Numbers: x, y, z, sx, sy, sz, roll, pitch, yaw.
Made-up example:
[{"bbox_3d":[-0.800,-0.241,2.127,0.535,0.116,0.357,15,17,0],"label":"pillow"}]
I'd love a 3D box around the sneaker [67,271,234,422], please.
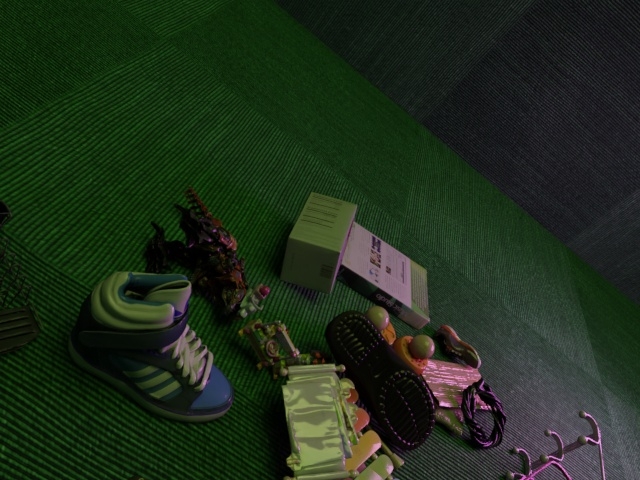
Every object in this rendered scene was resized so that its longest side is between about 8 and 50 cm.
[{"bbox_3d":[-0.244,0.172,0.975,0.322,0.236,0.130,31,34,-18],"label":"sneaker"}]

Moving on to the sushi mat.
[{"bbox_3d":[0.367,0.387,1.565,0.316,0.019,0.151,19,35,-43],"label":"sushi mat"}]

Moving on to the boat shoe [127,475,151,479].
[{"bbox_3d":[-0.196,0.422,0.888,0.227,0.081,0.069,27,40,-21],"label":"boat shoe"}]

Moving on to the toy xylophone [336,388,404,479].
[{"bbox_3d":[0.072,0.422,1.182,0.323,0.081,0.236,49,32,8],"label":"toy xylophone"}]

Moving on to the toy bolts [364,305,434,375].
[{"bbox_3d":[0.157,0.221,1.432,0.228,0.158,0.218,24,37,-29],"label":"toy bolts"}]

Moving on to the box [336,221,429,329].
[{"bbox_3d":[0.180,0.094,1.703,0.322,0.058,0.232,32,34,-15],"label":"box"}]

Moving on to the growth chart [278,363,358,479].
[{"bbox_3d":[0.000,0.341,1.104,0.172,0.021,0.237,11,51,-25],"label":"growth chart"}]

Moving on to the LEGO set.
[{"bbox_3d":[-0.055,0.219,1.204,0.287,0.107,0.132,47,46,-28],"label":"LEGO set"}]

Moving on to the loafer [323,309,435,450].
[{"bbox_3d":[0.132,0.305,1.311,0.133,0.130,0.366,-33,100,-16],"label":"loafer"}]

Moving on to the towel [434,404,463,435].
[{"bbox_3d":[0.324,0.426,1.502,0.110,0.027,0.148,37,29,-13],"label":"towel"}]

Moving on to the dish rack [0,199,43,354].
[{"bbox_3d":[-0.563,0.059,0.909,0.208,0.074,0.271,-11,61,-51],"label":"dish rack"}]

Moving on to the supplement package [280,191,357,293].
[{"bbox_3d":[0.000,0.000,1.497,0.133,0.139,0.244,16,34,4],"label":"supplement package"}]

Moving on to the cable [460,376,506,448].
[{"bbox_3d":[0.427,0.460,1.508,0.150,0.047,0.185,-30,100,-49],"label":"cable"}]

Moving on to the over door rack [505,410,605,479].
[{"bbox_3d":[0.574,0.585,1.398,0.108,0.239,0.324,38,32,-13],"label":"over door rack"}]

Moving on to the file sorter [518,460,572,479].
[{"bbox_3d":[0.377,0.591,1.134,0.202,0.291,0.182,2,48,-47],"label":"file sorter"}]

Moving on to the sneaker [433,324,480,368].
[{"bbox_3d":[0.389,0.318,1.677,0.065,0.061,0.158,-27,58,-32],"label":"sneaker"}]

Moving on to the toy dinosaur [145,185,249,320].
[{"bbox_3d":[-0.254,0.025,1.264,0.322,0.164,0.218,43,12,35],"label":"toy dinosaur"}]
